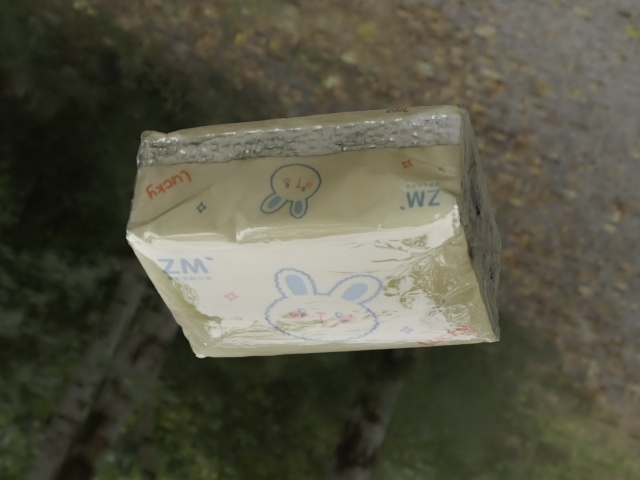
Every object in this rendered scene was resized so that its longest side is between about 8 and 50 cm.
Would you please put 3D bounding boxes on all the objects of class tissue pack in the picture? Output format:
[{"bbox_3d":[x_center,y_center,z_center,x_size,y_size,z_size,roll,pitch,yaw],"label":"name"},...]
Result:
[{"bbox_3d":[0.000,0.000,0.973,0.196,0.092,0.148,-3,145,15],"label":"tissue pack"}]
